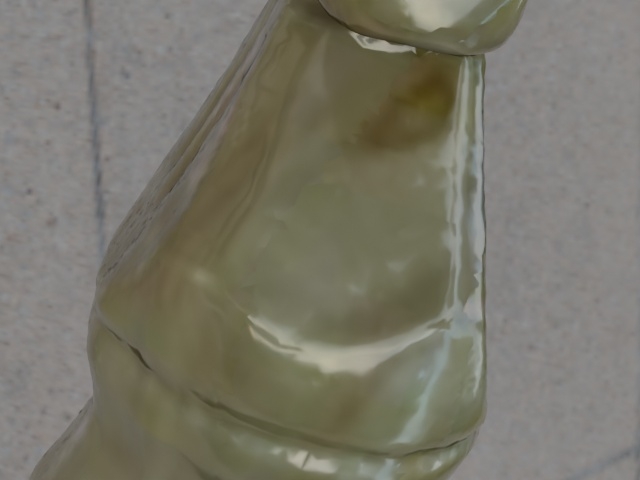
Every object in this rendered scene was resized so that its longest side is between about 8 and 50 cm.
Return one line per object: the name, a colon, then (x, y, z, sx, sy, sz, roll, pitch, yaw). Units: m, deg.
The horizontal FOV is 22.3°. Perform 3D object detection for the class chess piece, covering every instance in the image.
chess piece: (0.000, 0.000, 0.422, 0.137, 0.137, 0.301, -4, 118, -47)
